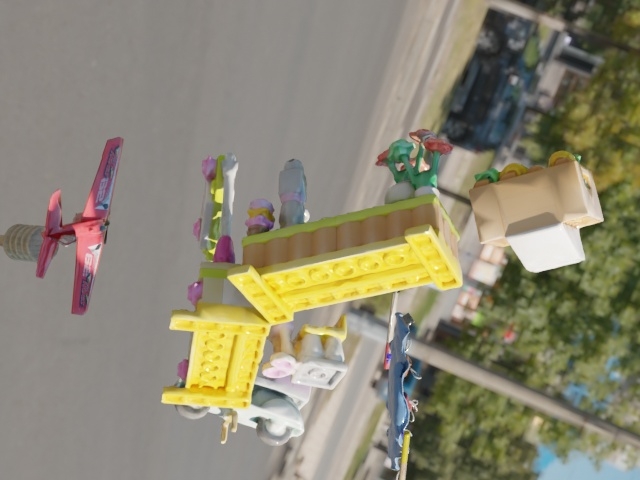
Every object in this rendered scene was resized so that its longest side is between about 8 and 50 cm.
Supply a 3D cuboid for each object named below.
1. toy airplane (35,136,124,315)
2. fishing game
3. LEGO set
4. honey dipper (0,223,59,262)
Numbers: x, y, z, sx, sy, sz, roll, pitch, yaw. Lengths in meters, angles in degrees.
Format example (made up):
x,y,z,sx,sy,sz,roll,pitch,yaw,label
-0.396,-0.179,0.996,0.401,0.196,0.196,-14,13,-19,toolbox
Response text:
x,y,z,sx,sy,sz,roll,pitch,yaw,label
-0.189,-0.007,0.896,0.151,0.028,0.151,14,90,-87,toy airplane
0.099,0.174,1.344,0.264,0.041,0.189,-90,-178,-57,fishing game
0.000,0.000,0.565,0.287,0.132,0.107,-42,-142,45,LEGO set
-0.274,-0.002,0.950,0.030,0.161,0.030,-6,99,-46,honey dipper
